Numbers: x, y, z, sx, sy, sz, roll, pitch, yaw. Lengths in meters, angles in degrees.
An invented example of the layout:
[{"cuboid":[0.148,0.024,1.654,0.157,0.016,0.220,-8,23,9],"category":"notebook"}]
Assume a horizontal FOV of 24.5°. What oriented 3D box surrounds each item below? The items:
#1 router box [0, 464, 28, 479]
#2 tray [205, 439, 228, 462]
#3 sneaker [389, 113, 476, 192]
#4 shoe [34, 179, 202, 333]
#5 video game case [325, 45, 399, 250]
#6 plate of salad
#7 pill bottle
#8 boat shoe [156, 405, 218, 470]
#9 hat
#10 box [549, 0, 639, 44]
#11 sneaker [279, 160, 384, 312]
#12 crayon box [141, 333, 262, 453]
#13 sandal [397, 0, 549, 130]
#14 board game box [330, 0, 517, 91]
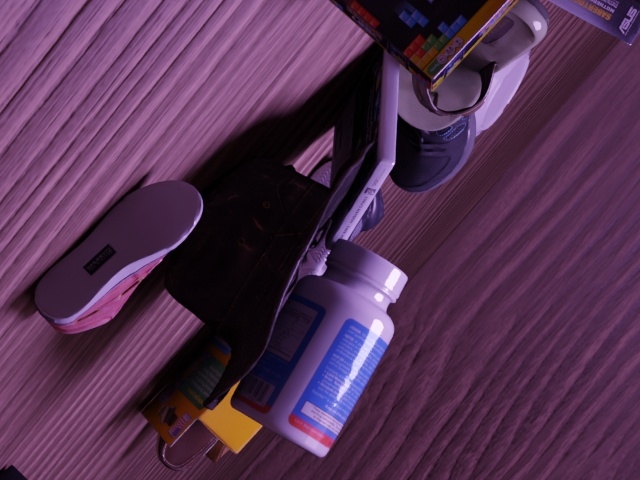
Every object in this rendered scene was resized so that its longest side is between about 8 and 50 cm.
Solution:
[{"cuboid":[-0.328,0.438,1.631,0.243,0.309,0.081,-39,168,-39],"category":"router box"},{"cuboid":[-0.107,0.228,2.534,0.203,0.076,0.411,-43,171,-28],"category":"tray"},{"cuboid":[0.136,-0.183,1.859,0.139,0.125,0.341,-28,152,-38],"category":"sneaker"},{"cuboid":[-0.181,0.016,1.340,0.178,0.063,0.081,-40,171,-13],"category":"shoe"},{"cuboid":[0.048,-0.109,1.672,0.173,0.022,0.190,121,-20,-50],"category":"video game case"},{"cuboid":[0.283,-0.252,2.413,0.200,0.048,0.200,-52,165,-20],"category":"plate of salad"},{"cuboid":[0.005,0.115,1.625,0.221,0.124,0.124,-59,172,-8],"category":"pill bottle"},{"cuboid":[-0.162,0.237,2.213,0.257,0.095,0.095,-58,-168,1],"category":"boat shoe"},{"cuboid":[-0.079,0.009,1.557,0.331,0.134,0.331,-59,-177,5],"category":"hat"},{"cuboid":[0.298,-0.332,1.573,0.231,0.183,0.056,-57,172,-38],"category":"box"},{"cuboid":[0.000,0.000,1.969,0.268,0.101,0.153,-55,166,24],"category":"sneaker"},{"cuboid":[-0.095,0.171,2.071,0.323,0.083,0.203,-46,-162,-7],"category":"crayon box"},{"cuboid":[0.147,-0.191,1.638,0.086,0.120,0.303,-70,-170,-22],"category":"sandal"},{"cuboid":[0.106,-0.243,1.320,0.170,0.141,0.048,-47,172,-4],"category":"board game box"}]
